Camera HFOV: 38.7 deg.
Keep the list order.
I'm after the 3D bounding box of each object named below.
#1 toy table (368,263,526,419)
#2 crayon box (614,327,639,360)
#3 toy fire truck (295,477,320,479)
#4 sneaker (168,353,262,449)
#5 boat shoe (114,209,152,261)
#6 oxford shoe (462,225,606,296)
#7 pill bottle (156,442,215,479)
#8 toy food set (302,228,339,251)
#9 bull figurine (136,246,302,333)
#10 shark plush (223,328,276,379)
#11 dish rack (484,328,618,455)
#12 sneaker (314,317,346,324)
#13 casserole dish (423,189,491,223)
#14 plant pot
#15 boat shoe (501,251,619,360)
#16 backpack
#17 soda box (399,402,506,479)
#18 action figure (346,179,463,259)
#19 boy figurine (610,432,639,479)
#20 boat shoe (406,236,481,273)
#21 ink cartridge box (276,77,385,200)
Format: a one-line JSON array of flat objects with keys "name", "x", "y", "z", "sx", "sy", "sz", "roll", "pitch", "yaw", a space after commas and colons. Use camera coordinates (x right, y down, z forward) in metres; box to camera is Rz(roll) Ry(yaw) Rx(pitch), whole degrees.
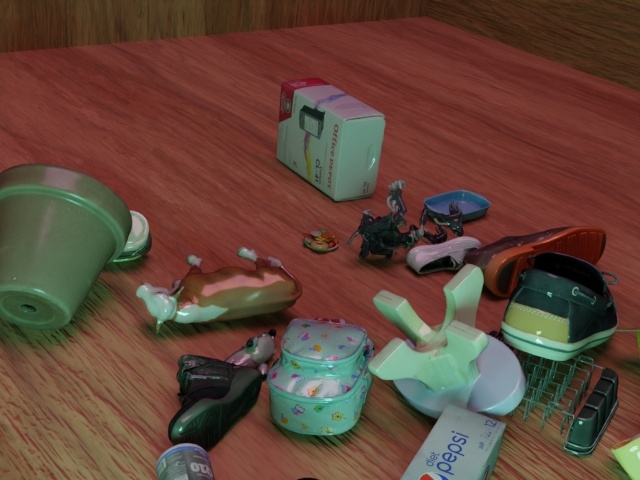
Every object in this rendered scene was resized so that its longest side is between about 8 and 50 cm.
[{"name": "toy table", "x": 0.196, "y": 0.176, "z": 1.499, "sx": 0.274, "sy": 0.161, "sz": 0.252, "roll": 6, "pitch": 46, "yaw": 46}, {"name": "crayon box", "x": 0.737, "y": 0.190, "z": 1.675, "sx": 0.322, "sy": 0.083, "sz": 0.203, "roll": -2, "pitch": -4, "yaw": -19}, {"name": "toy fire truck", "x": -0.099, "y": 0.383, "z": 1.067, "sx": 0.246, "sy": 0.217, "sz": 0.158, "roll": -6, "pitch": 26, "yaw": 8}, {"name": "sneaker", "x": -0.196, "y": 0.251, "z": 1.431, "sx": 0.130, "sy": 0.087, "sz": 0.227, "roll": 15, "pitch": 24, "yaw": 20}, {"name": "boat shoe", "x": -0.508, "y": -0.012, "z": 1.866, "sx": 0.324, "sy": 0.097, "sz": 0.117, "roll": 2, "pitch": 67, "yaw": -1}, {"name": "oxford shoe", "x": 0.478, "y": 0.021, "z": 2.007, "sx": 0.363, "sy": 0.130, "sz": 0.132, "roll": -10, "pitch": 25, "yaw": -30}, {"name": "pill bottle", "x": -0.178, "y": 0.349, "z": 1.243, "sx": 0.078, "sy": 0.078, "sz": 0.137, "roll": -2, "pitch": 28, "yaw": -18}, {"name": "toy food set", "x": 0.000, "y": 0.000, "z": 2.047, "sx": 0.083, "sy": 0.020, "sz": 0.082, "roll": -16, "pitch": 34, "yaw": -37}, {"name": "bull figurine", "x": -0.195, "y": 0.093, "z": 1.724, "sx": 0.310, "sy": 0.101, "sz": 0.188, "roll": -2, "pitch": 26, "yaw": -16}, {"name": "shark plush", "x": -0.119, "y": 0.185, "z": 1.617, "sx": 0.067, "sy": 0.073, "sz": 0.161, "roll": -16, "pitch": 23, "yaw": 24}, {"name": "dish rack", "x": 0.371, "y": 0.249, "z": 1.588, "sx": 0.271, "sy": 0.074, "sz": 0.208, "roll": 18, "pitch": 27, "yaw": 26}, {"name": "sneaker", "x": 0.017, "y": 0.177, "z": 1.674, "sx": 0.067, "sy": 0.042, "sz": 0.118, "roll": 7, "pitch": 19, "yaw": -8}, {"name": "casserole dish", "x": 0.339, "y": -0.081, "z": 2.272, "sx": 0.188, "sy": 0.037, "sz": 0.114, "roll": -17, "pitch": 35, "yaw": -38}, {"name": "plant pot", "x": -0.491, "y": 0.030, "z": 1.638, "sx": 0.262, "sy": 0.263, "sz": 0.229, "roll": 7, "pitch": 56, "yaw": 0}, {"name": "boat shoe", "x": 0.467, "y": 0.103, "z": 1.722, "sx": 0.186, "sy": 0.156, "sz": 0.500, "roll": 16, "pitch": 10, "yaw": 25}, {"name": "backpack", "x": -0.002, "y": 0.219, "z": 1.473, "sx": 0.165, "sy": 0.145, "sz": 0.188, "roll": 8, "pitch": 36, "yaw": 12}, {"name": "soda box", "x": 0.175, "y": 0.353, "z": 1.305, "sx": 0.098, "sy": 0.091, "sz": 0.286, "roll": 17, "pitch": 28, "yaw": 20}, {"name": "action figure", "x": 0.171, "y": -0.036, "z": 2.015, "sx": 0.275, "sy": 0.164, "sz": 0.141, "roll": 2, "pitch": 48, "yaw": -30}, {"name": "boy figurine", "x": 0.572, "y": 0.265, "z": 1.465, "sx": 0.092, "sy": 0.285, "sz": 0.177, "roll": 41, "pitch": -10, "yaw": 4}, {"name": "boat shoe", "x": 0.280, "y": 0.037, "z": 1.998, "sx": 0.184, "sy": 0.066, "sz": 0.063, "roll": -4, "pitch": 42, "yaw": -26}, {"name": "ink cartridge box", "x": 0.017, "y": -0.265, "z": 2.352, "sx": 0.131, "sy": 0.226, "sz": 0.306, "roll": -10, "pitch": 30, "yaw": -30}]
